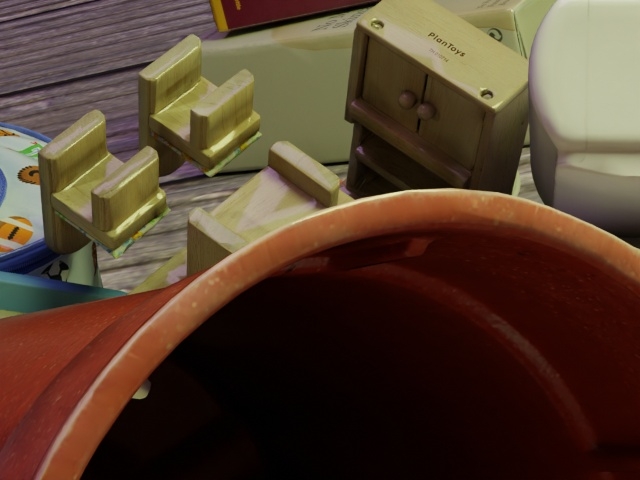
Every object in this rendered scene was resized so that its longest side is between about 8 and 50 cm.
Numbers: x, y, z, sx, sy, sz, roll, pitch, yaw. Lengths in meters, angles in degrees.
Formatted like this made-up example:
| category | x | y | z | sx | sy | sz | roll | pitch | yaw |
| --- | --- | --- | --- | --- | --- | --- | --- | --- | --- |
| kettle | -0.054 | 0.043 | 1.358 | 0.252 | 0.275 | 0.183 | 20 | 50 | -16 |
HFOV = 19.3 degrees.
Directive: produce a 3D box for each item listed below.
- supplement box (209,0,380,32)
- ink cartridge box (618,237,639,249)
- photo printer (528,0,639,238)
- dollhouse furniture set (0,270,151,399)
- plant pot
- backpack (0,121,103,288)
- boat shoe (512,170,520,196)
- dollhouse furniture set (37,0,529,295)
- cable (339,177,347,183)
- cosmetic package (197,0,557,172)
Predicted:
| category | x | y | z | sx | sy | sz | roll | pitch | yaw |
| --- | --- | --- | --- | --- | --- | --- | --- | --- | --- |
| supplement box | 0.006 | -0.235 | 1.536 | 0.188 | 0.081 | 0.104 | -10 | 18 | 14 |
| ink cartridge box | 0.122 | 0.070 | 0.888 | 0.139 | 0.082 | 0.190 | 0 | 22 | 40 |
| photo printer | 0.231 | -0.053 | 0.945 | 0.256 | 0.107 | 0.307 | 1 | -7 | 6 |
| dollhouse furniture set | -0.173 | 0.162 | 0.886 | 0.303 | 0.198 | 0.286 | 9 | 24 | -38 |
| plant pot | -0.033 | 0.125 | 0.602 | 0.272 | 0.272 | 0.265 | -26 | 12 | -30 |
| backpack | -0.260 | 0.012 | 1.094 | 0.263 | 0.213 | 0.276 | -12 | 34 | -29 |
| boat shoe | 0.078 | -0.056 | 1.282 | 0.125 | 0.046 | 0.038 | 21 | -13 | -27 |
| dollhouse furniture set | 0.000 | 0.000 | 1.034 | 0.212 | 0.161 | 0.242 | 35 | 57 | 22 |
| cable | -0.040 | 0.024 | 1.167 | 0.287 | 0.072 | 0.139 | -26 | 24 | -33 |
| cosmetic package | 0.059 | -0.141 | 1.528 | 0.309 | 0.113 | 0.160 | -3 | 21 | 31 |
